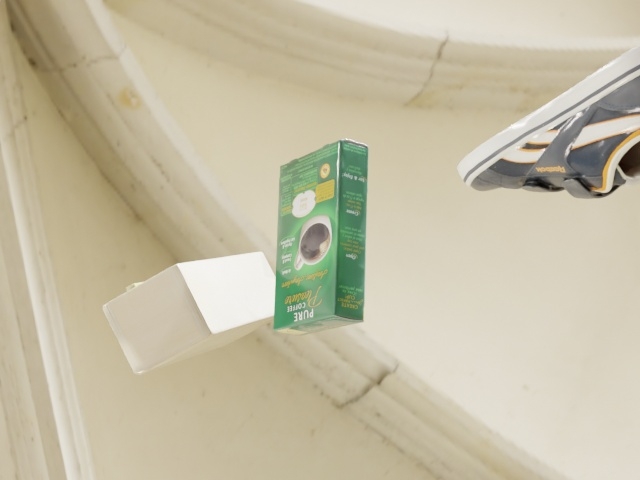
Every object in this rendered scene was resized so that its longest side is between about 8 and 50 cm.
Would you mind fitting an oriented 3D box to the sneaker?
[{"bbox_3d":[0.285,-0.099,1.331,0.126,0.321,0.127,-25,-95,-38],"label":"sneaker"}]

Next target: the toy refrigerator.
[{"bbox_3d":[-0.135,0.074,1.371,0.102,0.269,0.094,-29,-95,16],"label":"toy refrigerator"}]

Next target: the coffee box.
[{"bbox_3d":[0.000,0.000,1.211,0.040,0.113,0.184,13,-110,-34],"label":"coffee box"}]
